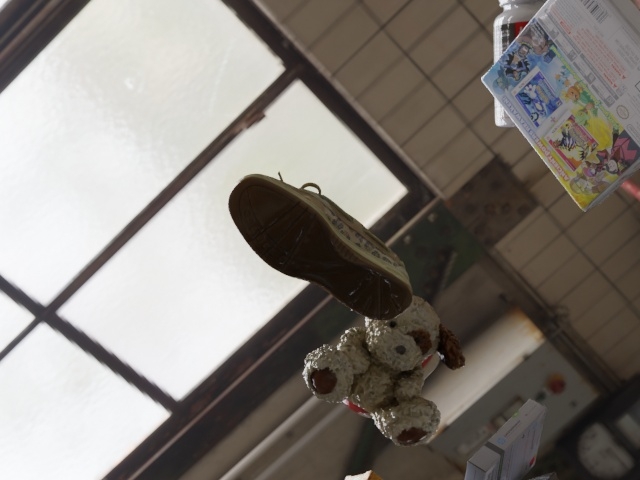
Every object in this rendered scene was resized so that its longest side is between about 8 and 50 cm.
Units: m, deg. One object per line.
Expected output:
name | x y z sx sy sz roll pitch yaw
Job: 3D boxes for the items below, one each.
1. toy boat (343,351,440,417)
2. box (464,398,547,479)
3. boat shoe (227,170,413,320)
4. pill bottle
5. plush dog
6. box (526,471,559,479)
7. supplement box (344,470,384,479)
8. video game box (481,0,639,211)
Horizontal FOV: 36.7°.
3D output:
toy boat | 0.122 0.242 1.943 0.151 0.231 0.151 40 -173 -18
box | 0.302 0.368 1.592 0.038 0.186 0.145 29 136 32
boat shoe | 0.000 0.000 1.254 0.285 0.104 0.089 38 -151 -23
pill bottle | 0.419 -0.365 1.882 0.161 0.161 0.283 -48 -44 -81
plush dog | 0.125 0.199 1.711 0.262 0.225 0.210 32 -167 -5
box | 0.340 0.484 1.682 0.158 0.156 0.093 1 -113 -64
supplement box | 0.130 0.467 1.540 0.233 0.078 0.080 43 -128 -14
video game box | 0.299 -0.168 1.067 0.048 0.187 0.205 -17 -113 -43
